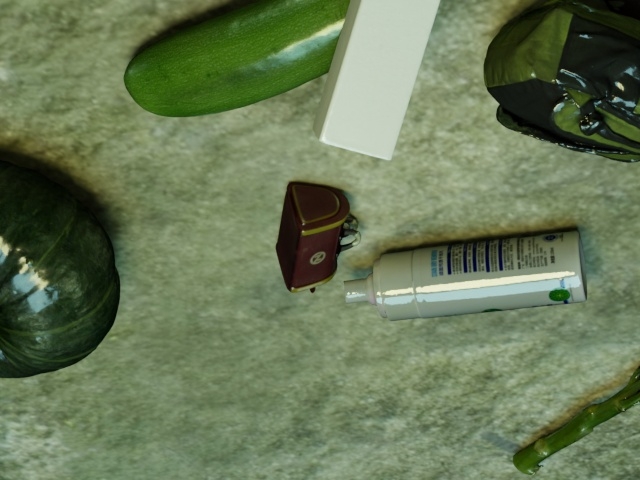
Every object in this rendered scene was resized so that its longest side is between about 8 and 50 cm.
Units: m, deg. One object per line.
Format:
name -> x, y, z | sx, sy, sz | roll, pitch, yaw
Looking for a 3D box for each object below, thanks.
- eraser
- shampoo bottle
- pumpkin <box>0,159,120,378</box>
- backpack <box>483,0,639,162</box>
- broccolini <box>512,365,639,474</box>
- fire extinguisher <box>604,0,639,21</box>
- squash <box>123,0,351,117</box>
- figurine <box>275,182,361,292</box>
eraser -> 0.074, -0.236, 1.590 | 0.078, 0.076, 0.298 | 15, 104, -10
shampoo bottle -> 0.177, 0.049, 1.986 | 0.303, 0.092, 0.092 | -7, 136, 12
pumpkin -> -0.389, 0.031, 1.947 | 0.300, 0.207, 0.300 | 14, 142, 11
backpack -> 0.305, -0.157, 1.675 | 0.253, 0.140, 0.207 | 19, 178, -12
broccolini -> 0.411, 0.236, 2.192 | 0.074, 0.079, 0.392 | 42, 137, -4
fire extinguisher -> 0.313, -0.269, 1.662 | 0.064, 0.043, 0.158 | 10, 148, 42
squash -> -0.048, -0.213, 1.714 | 0.395, 0.107, 0.107 | -18, 133, 23
figurine -> 0.000, 0.001, 1.976 | 0.098, 0.082, 0.154 | -8, 140, -14
